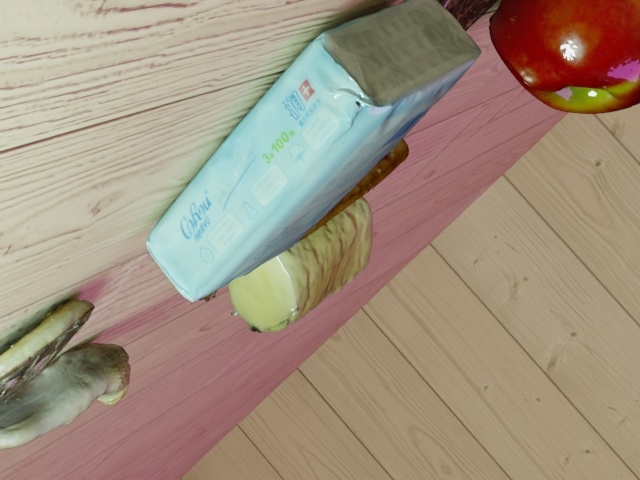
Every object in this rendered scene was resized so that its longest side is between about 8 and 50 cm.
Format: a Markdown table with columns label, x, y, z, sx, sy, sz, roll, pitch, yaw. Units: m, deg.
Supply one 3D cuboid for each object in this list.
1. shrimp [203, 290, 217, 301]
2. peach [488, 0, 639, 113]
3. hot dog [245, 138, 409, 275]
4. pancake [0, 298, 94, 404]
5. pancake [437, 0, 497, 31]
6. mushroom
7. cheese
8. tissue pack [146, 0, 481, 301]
| label | x | y | z | sx | sy | sz | roll | pitch | yaw |
| --- | --- | --- | --- | --- | --- | --- | --- | --- | --- |
| shrimp | -0.114 | 0.040 | 1.589 | 0.059 | 0.023 | 0.108 | -49 | 174 | -7 |
| peach | 0.271 | -0.245 | 1.481 | 0.196 | 0.226 | 0.190 | -6 | 158 | 35 |
| hot dog | -0.004 | -0.045 | 1.487 | 0.088 | 0.061 | 0.286 | -42 | 175 | 39 |
| pancake | -0.252 | 0.102 | 1.216 | 0.158 | 0.028 | 0.158 | -39 | 176 | -4 |
| pancake | 0.136 | -0.220 | 1.345 | 0.184 | 0.020 | 0.190 | -41 | 174 | 6 |
| mushroom | -0.248 | 0.147 | 1.364 | 0.202 | 0.059 | 0.054 | -30 | 150 | -58 |
| cheese | -0.018 | 0.017 | 1.583 | 0.167 | 0.094 | 0.123 | -34 | 127 | -47 |
| tissue pack | -0.011 | -0.075 | 1.179 | 0.263 | 0.089 | 0.177 | -44 | 172 | 38 |
